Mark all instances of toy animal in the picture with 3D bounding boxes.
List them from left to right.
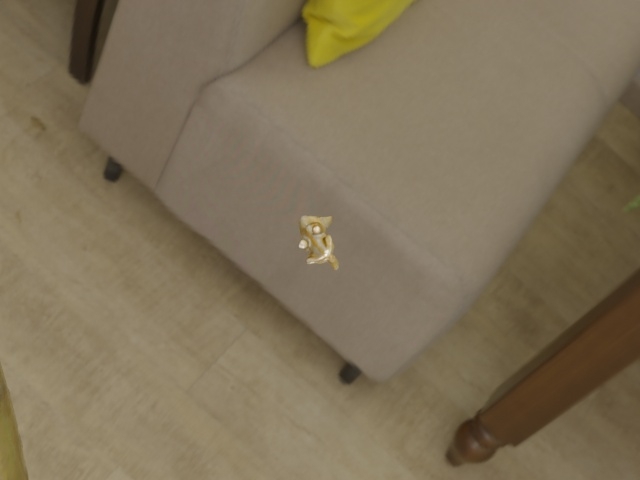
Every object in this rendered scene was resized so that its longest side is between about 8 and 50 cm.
[{"bbox_3d":[0.000,0.000,1.435,0.081,0.060,0.083,39,10,-2],"label":"toy animal"}]

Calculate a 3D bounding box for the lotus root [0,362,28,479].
[{"bbox_3d":[-0.243,0.138,0.582,0.151,0.169,0.343,-20,110,-38],"label":"lotus root"}]
